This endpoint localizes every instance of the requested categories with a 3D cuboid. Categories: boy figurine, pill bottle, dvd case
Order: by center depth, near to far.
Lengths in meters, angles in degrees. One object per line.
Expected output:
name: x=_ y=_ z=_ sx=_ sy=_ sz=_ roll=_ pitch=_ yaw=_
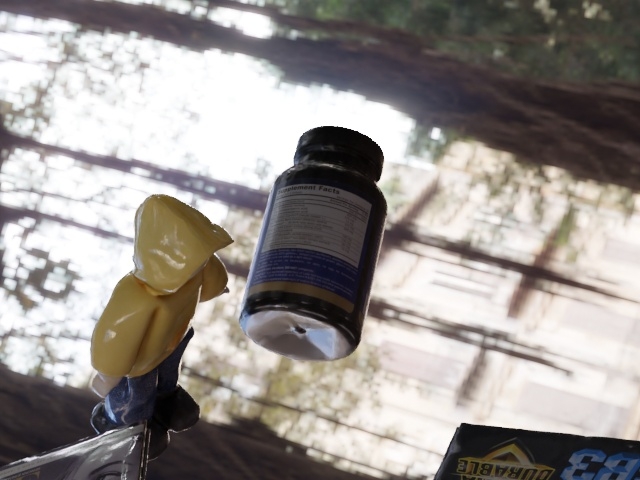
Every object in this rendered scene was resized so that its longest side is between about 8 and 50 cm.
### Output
dvd case: x=-0.226 y=0.244 z=1.134 sx=0.221 sy=0.164 sz=0.018 roll=-95 pitch=-17 yaw=-61
boy figurine: x=-0.137 y=0.067 z=1.232 sx=0.177 sy=0.092 sz=0.285 roll=-37 pitch=-25 yaw=-44
pill bottle: x=0.000 y=0.000 z=1.354 sx=0.123 sy=0.123 sz=0.219 roll=69 pitch=-150 yaw=-56

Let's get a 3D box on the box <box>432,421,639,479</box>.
box: x=0.245 y=0.224 z=0.762 sx=0.293 sy=0.295 sz=0.073 roll=56 pitch=-131 yaw=-34
